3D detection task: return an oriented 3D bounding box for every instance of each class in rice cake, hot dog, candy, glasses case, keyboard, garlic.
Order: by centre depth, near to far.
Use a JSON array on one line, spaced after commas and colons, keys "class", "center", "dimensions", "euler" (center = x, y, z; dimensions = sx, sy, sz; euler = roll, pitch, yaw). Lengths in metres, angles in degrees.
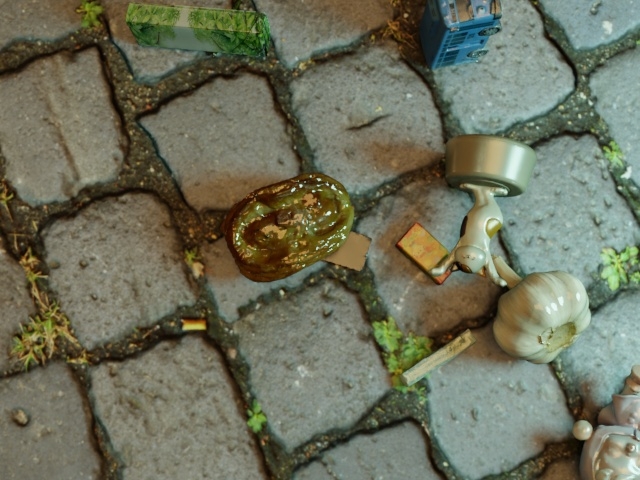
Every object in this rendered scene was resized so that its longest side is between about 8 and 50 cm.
[{"class": "hot dog", "center": [-0.057, -0.029, 1.417], "dimensions": [0.259, 0.114, 0.175], "euler": [-26, 88, -2]}, {"class": "garlic", "center": [0.388, 0.116, 1.428], "dimensions": [0.199, 0.199, 0.226], "euler": [-34, 51, -6]}, {"class": "rice cake", "center": [0.230, 0.229, 1.448], "dimensions": [0.171, 0.029, 0.033], "euler": [-32, 81, -5]}, {"class": "candy", "center": [0.212, 0.026, 1.471], "dimensions": [0.122, 0.038, 0.062], "euler": [42, 83, 4]}, {"class": "glasses case", "center": [-0.241, -0.426, 1.480], "dimensions": [0.272, 0.095, 0.062], "euler": [6, 75, 4]}, {"class": "keyboard", "center": [0.000, 0.000, 1.481], "dimensions": [0.196, 0.015, 0.074], "euler": [17, 85, 1]}]

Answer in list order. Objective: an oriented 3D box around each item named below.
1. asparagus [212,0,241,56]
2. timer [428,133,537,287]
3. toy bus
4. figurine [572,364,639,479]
[{"class": "asparagus", "center": [-0.191, -0.454, 1.539], "dimensions": [0.016, 0.013, 0.166], "euler": [22, 81, 12]}, {"class": "timer", "center": [0.304, -0.050, 1.414], "dimensions": [0.175, 0.175, 0.266], "euler": [12, 81, 0]}, {"class": "toy bus", "center": [0.267, -0.428, 1.440], "dimensions": [0.133, 0.234, 0.116], "euler": [-10, 82, -1]}, {"class": "figurine", "center": [0.574, 0.373, 1.391], "dimensions": [0.200, 0.133, 0.276], "euler": [21, 77, 13]}]
